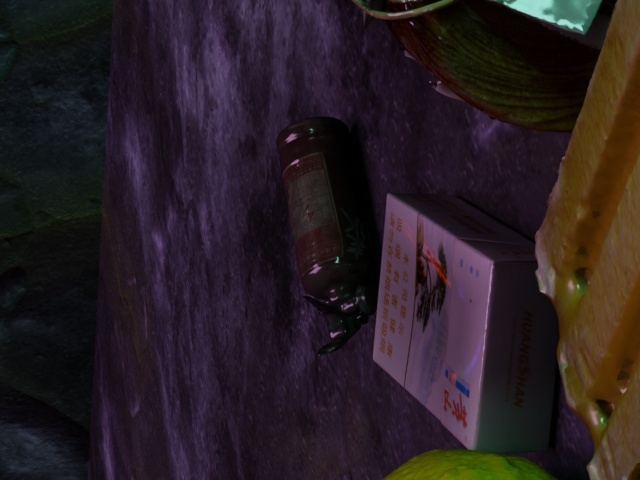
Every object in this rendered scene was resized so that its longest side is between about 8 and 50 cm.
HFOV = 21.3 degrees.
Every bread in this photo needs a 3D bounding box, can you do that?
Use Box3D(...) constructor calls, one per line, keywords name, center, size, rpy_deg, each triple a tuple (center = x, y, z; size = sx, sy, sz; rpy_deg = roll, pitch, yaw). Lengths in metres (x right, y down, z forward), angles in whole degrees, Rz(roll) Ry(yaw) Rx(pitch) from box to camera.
Box3D(name="bread", center=(0.128, -0.169, 0.971), size=(0.212, 0.224, 0.142), rpy_deg=(63, 176, -22))

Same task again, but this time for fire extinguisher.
Box3D(name="fire extinguisher", center=(-0.002, 0.004, 1.629), size=(0.075, 0.106, 0.252), rpy_deg=(-39, 52, 46))

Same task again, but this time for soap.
Box3D(name="soap", center=(0.198, 0.000, 0.902), size=(0.315, 0.091, 0.199), rpy_deg=(99, 162, -56))

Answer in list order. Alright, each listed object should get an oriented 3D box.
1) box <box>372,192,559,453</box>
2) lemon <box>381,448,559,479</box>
Box3D(name="box", center=(0.110, 0.058, 1.322), size=(0.233, 0.067, 0.149), rpy_deg=(-141, 51, -68))
Box3D(name="lemon", center=(0.106, 0.228, 1.177), size=(0.193, 0.180, 0.180), rpy_deg=(-28, 62, 44))
